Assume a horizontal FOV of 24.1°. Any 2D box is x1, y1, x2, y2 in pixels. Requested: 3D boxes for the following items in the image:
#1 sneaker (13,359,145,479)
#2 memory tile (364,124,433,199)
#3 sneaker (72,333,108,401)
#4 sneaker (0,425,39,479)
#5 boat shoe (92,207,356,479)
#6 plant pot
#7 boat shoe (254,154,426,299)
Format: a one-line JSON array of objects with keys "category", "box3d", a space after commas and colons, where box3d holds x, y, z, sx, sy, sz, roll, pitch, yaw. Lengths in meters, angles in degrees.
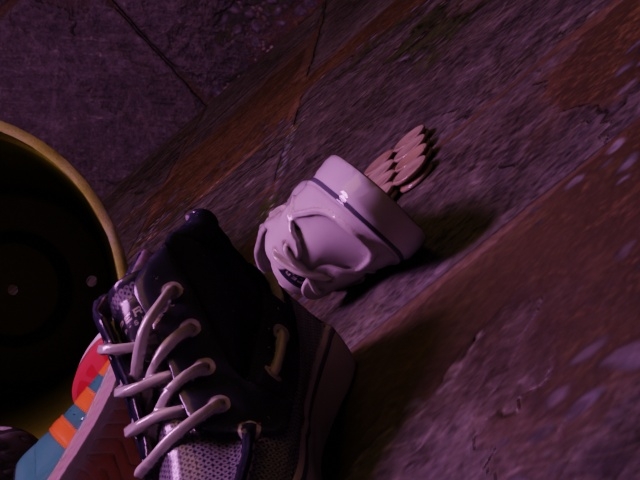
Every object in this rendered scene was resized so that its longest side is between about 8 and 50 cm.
[{"category": "sneaker", "box3d": [-0.147, 0.143, 1.065, 0.121, 0.108, 0.302, -25, 22, 43]}, {"category": "memory tile", "box3d": [0.054, -0.052, 1.333, 0.113, 0.012, 0.148, -39, 12, 14]}, {"category": "sneaker", "box3d": [-0.158, 0.124, 1.229, 0.221, 0.087, 0.128, -33, 14, 42]}, {"category": "sneaker", "box3d": [-0.352, 0.248, 1.297, 0.343, 0.134, 0.146, -36, 13, 30]}, {"category": "boat shoe", "box3d": [-0.080, 0.102, 0.865, 0.127, 0.158, 0.340, -39, 12, 17]}, {"category": "plant pot", "box3d": [-0.357, 0.056, 1.577, 0.366, 0.366, 0.353, -42, 0, 1]}, {"category": "boat shoe", "box3d": [0.000, 0.000, 1.133, 0.088, 0.096, 0.267, -49, 12, -9]}]
